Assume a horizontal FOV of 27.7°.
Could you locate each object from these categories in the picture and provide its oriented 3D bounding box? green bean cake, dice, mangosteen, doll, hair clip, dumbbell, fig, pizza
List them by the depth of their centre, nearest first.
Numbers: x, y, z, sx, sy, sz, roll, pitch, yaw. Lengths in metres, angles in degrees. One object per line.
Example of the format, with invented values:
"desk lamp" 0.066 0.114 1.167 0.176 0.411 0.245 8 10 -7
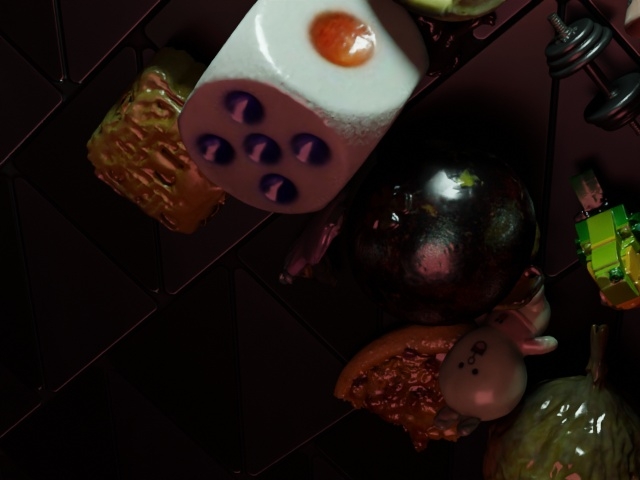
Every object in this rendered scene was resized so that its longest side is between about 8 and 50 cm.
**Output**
"dumbbell" 0.371 -0.222 1.742 0.099 0.099 0.208 -32 108 30
"dice" -0.023 -0.199 1.747 0.243 0.259 0.251 35 141 -7
"doll" 0.150 -0.294 1.794 0.139 0.057 0.165 43 128 -14
"doll" 0.413 0.007 1.829 0.106 0.186 0.134 -24 140 27
"mangosteen" 0.179 -0.007 1.843 0.288 0.288 0.288 8 122 12
"hair clip" 0.001 -0.002 1.900 0.096 0.110 0.359 56 166 11
"fig" 0.390 0.281 1.924 0.286 0.286 0.369 11 129 10
"green bean cake" -0.214 -0.144 1.947 0.229 0.131 0.224 39 125 -8
"doll" 0.267 0.174 1.950 0.154 0.275 0.113 19 170 37
"pizza" 0.162 0.246 2.103 0.289 0.081 0.229 -26 111 27

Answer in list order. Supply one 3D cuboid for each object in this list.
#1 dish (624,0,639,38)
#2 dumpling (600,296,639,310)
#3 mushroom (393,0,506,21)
"dish" 0.486 -0.316 1.633 0.213 0.213 0.091 -2 87 18
"dumpling" 0.567 0.043 1.857 0.332 0.086 0.166 -3 122 14
"mushroom" 0.166 -0.450 1.649 0.217 0.212 0.292 30 129 45
